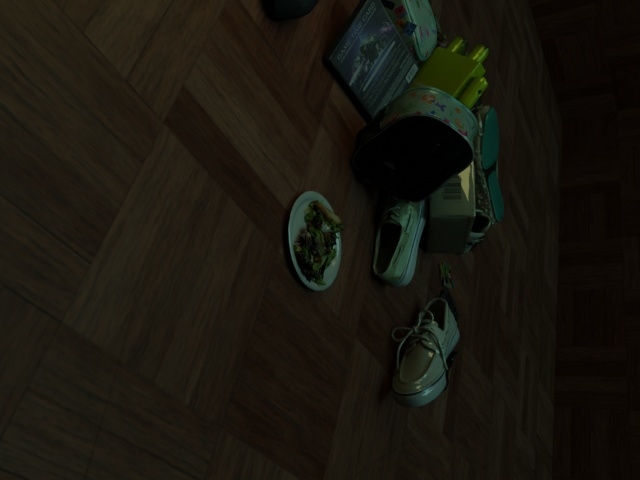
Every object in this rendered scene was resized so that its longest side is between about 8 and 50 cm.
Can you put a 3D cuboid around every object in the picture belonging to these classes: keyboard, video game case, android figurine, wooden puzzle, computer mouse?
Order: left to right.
[{"bbox_3d":[-0.011,-0.539,1.215,0.262,0.060,0.184,-53,159,-49],"label":"computer mouse"},{"bbox_3d":[0.128,-0.415,1.456,0.196,0.026,0.274,-58,139,-8],"label":"video game case"},{"bbox_3d":[0.332,-0.426,1.682,0.273,0.248,0.056,-53,136,2],"label":"android figurine"},{"bbox_3d":[0.354,0.305,1.780,0.317,0.033,0.202,-54,130,-48],"label":"keyboard"},{"bbox_3d":[0.389,0.109,1.890,0.116,0.014,0.079,13,74,-58],"label":"wooden puzzle"}]

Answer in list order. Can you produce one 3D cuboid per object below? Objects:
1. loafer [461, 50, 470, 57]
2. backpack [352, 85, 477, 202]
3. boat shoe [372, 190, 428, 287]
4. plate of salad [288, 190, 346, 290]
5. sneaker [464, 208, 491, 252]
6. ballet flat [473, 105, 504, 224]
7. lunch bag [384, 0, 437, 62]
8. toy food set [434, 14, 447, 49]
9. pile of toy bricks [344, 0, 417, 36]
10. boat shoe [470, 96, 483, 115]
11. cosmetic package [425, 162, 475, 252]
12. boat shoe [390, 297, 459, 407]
[{"bbox_3d":[0.546,-0.654,2.257,0.148,0.050,0.056,14,72,-58],"label":"loafer"},{"bbox_3d":[0.224,-0.227,1.390,0.225,0.253,0.191,31,58,-18],"label":"backpack"},{"bbox_3d":[0.191,-0.038,1.498,0.094,0.109,0.303,28,63,-50],"label":"boat shoe"},{"bbox_3d":[0.000,0.000,1.223,0.199,0.048,0.200,16,71,-58],"label":"plate of salad"},{"bbox_3d":[0.469,-0.032,1.927,0.330,0.146,0.123,16,70,-59],"label":"sneaker"},{"bbox_3d":[0.519,-0.237,2.050,0.147,0.146,0.409,-43,128,-53],"label":"ballet flat"},{"bbox_3d":[0.226,-0.625,1.656,0.224,0.107,0.279,-53,129,-49],"label":"lunch bag"},{"bbox_3d":[0.396,-0.674,2.038,0.122,0.019,0.078,59,39,-35],"label":"toy food set"},{"bbox_3d":[0.133,-0.539,1.507,0.212,0.105,0.118,2,128,-43],"label":"pile of toy bricks"},{"bbox_3d":[0.476,-0.442,2.044,0.097,0.116,0.324,69,28,-18],"label":"boat shoe"},{"bbox_3d":[0.337,-0.083,1.635,0.309,0.113,0.160,62,29,-71],"label":"cosmetic package"},{"bbox_3d":[0.256,0.246,1.520,0.367,0.135,0.157,-43,120,-53],"label":"boat shoe"}]
